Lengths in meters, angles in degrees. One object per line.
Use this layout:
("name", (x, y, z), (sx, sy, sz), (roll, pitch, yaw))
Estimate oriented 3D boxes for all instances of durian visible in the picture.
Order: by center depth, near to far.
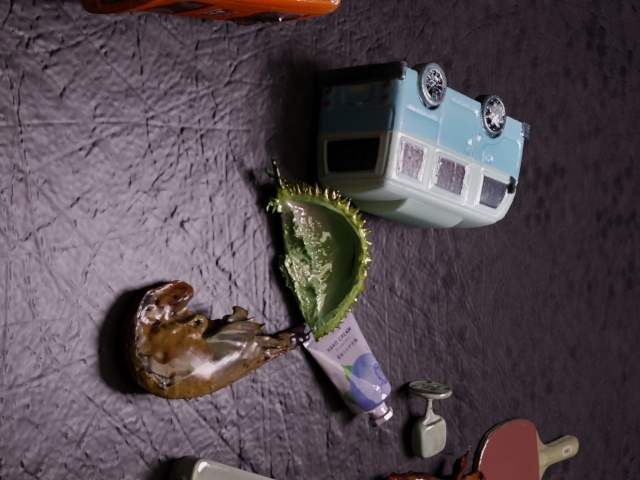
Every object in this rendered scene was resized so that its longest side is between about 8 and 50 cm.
("durian", (0.000, 0.000, 1.322), (0.100, 0.086, 0.215), (-24, 107, -31))

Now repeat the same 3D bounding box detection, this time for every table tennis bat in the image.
("table tennis bat", (0.287, 0.313, 1.693), (0.246, 0.022, 0.138), (-7, 96, -46))

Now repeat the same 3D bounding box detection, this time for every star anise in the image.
("star anise", (0.155, 0.345, 1.514), (0.212, 0.053, 0.157), (-6, 95, -50))

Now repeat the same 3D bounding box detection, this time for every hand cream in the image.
("hand cream", (0.039, 0.149, 1.389), (0.084, 0.053, 0.142), (-42, 110, -39))

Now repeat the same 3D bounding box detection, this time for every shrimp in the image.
("shrimp", (-0.089, 0.088, 1.227), (0.262, 0.066, 0.117), (-16, 101, -51))

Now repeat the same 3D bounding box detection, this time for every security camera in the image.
("security camera", (0.132, 0.223, 1.498), (0.058, 0.058, 0.092), (-10, 110, -48))

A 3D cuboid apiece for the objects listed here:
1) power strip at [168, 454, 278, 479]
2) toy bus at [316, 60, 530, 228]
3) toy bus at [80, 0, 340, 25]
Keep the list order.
("power strip", (-0.072, 0.305, 1.262), (0.270, 0.046, 0.118), (28, 70, -45))
("toy bus", (0.121, -0.100, 1.411), (0.271, 0.133, 0.165), (16, 78, -47))
("toy bus", (-0.126, -0.282, 1.124), (0.329, 0.143, 0.153), (-5, 94, -50))
